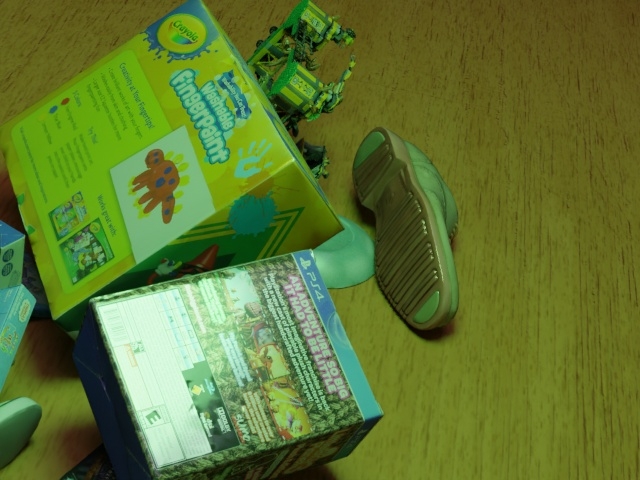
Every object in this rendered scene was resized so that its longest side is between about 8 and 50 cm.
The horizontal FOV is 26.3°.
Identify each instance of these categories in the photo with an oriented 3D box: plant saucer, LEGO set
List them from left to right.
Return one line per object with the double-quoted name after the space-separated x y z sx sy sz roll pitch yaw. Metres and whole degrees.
-0.023 -0.209 2.189 0.192 0.255 0.331 37 23 -20 "LEGO set"
0.000 0.000 2.110 0.195 0.037 0.195 8 35 -6 "plant saucer"

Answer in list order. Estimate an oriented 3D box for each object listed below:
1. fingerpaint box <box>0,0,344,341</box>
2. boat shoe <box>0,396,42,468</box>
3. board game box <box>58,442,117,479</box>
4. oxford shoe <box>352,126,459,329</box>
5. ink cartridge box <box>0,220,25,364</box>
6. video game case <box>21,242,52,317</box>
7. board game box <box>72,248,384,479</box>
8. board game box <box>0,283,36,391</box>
-0.223 -0.086 1.909 0.371 0.163 0.445 -34 43 3 "fingerpaint box"
-0.440 0.244 1.594 0.084 0.095 0.258 34 40 22 "boat shoe"
-0.209 0.310 1.628 0.186 0.026 0.126 28 38 21 "board game box"
0.165 -0.018 2.102 0.146 0.140 0.397 19 40 -30 "oxford shoe"
-0.431 0.065 1.748 0.097 0.207 0.046 29 37 23 "ink cartridge box"
-0.448 0.049 1.909 0.119 0.015 0.166 5 33 -33 "video game case"
-0.114 0.168 1.626 0.291 0.141 0.232 -12 65 -26 "board game box"
-0.460 0.140 1.661 0.211 0.039 0.160 -13 42 26 "board game box"
